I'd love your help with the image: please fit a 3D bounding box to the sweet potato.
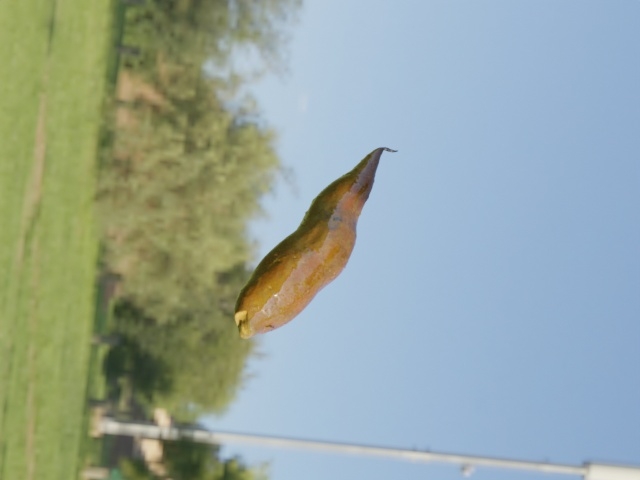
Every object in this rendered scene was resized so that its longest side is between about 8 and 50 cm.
[{"bbox_3d":[0.000,0.000,1.097,0.195,0.056,0.056,-53,178,-22],"label":"sweet potato"}]
